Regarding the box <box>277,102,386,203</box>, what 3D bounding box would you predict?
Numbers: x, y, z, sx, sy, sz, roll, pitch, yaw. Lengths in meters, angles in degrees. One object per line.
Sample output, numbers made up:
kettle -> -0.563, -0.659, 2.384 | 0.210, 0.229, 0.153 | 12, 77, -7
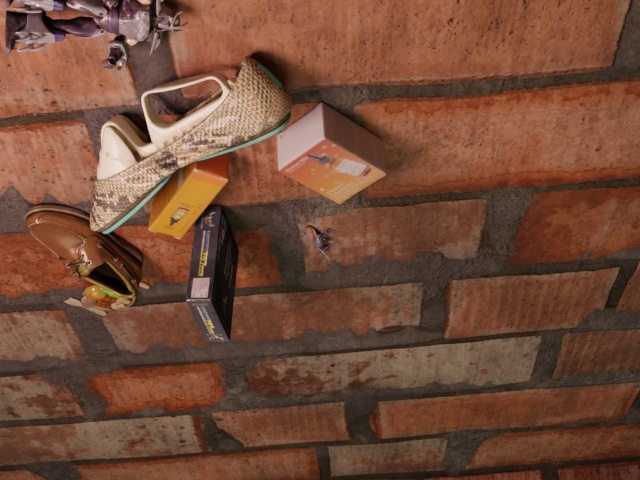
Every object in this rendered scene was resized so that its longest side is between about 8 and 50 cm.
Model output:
box -> 0.021, -0.164, 1.900 | 0.170, 0.091, 0.130 | 26, 136, -37

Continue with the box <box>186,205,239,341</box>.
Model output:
box -> -0.226, 0.072, 2.100 | 0.059, 0.233, 0.183 | -1, 147, 7

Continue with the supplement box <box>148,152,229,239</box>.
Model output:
supplement box -> -0.266, -0.096, 1.987 | 0.078, 0.080, 0.233 | 17, 140, -26

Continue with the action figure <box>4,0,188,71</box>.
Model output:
action figure -> -0.354, -0.352, 1.578 | 0.285, 0.099, 0.185 | 0, 137, -14

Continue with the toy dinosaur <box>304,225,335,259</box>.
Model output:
toy dinosaur -> 0.000, 0.000, 2.210 | 0.090, 0.047, 0.082 | 37, 149, 0

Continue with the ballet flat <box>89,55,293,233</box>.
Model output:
ballet flat -> -0.279, -0.191, 1.804 | 0.482, 0.164, 0.182 | -28, 118, 23

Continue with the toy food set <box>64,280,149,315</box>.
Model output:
toy food set -> -0.505, 0.139, 2.347 | 0.132, 0.039, 0.192 | 27, 136, -38

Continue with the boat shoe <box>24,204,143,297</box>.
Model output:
boat shoe -> -0.497, 0.026, 2.118 | 0.110, 0.104, 0.307 | -28, 139, 32
